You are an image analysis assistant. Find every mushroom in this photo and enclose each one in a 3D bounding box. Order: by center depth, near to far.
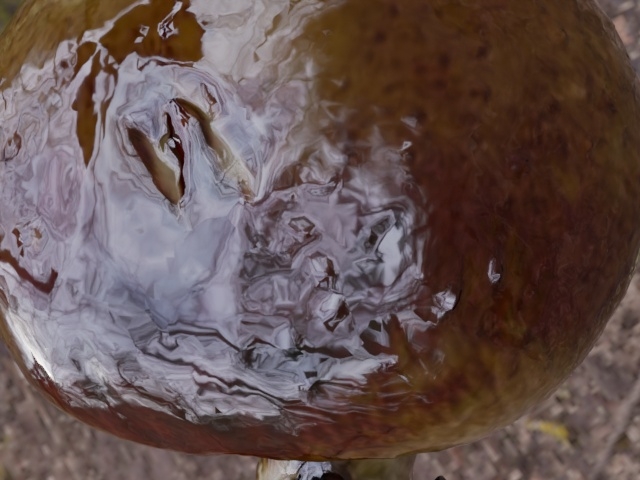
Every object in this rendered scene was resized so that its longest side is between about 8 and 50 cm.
[{"bbox_3d":[0.014,-0.007,0.774,0.331,0.334,0.356,-15,143,34],"label":"mushroom"}]
